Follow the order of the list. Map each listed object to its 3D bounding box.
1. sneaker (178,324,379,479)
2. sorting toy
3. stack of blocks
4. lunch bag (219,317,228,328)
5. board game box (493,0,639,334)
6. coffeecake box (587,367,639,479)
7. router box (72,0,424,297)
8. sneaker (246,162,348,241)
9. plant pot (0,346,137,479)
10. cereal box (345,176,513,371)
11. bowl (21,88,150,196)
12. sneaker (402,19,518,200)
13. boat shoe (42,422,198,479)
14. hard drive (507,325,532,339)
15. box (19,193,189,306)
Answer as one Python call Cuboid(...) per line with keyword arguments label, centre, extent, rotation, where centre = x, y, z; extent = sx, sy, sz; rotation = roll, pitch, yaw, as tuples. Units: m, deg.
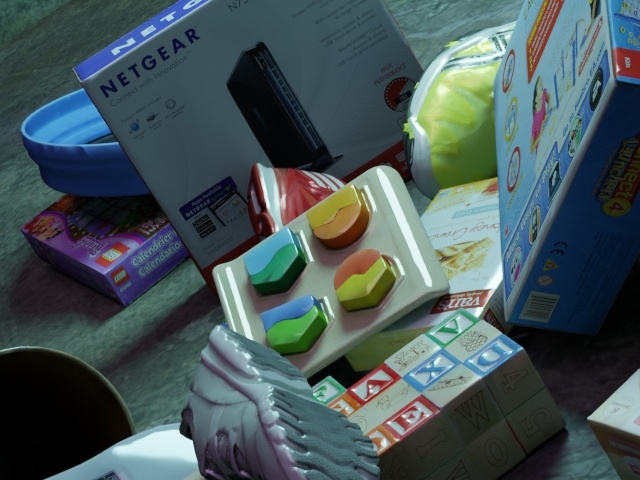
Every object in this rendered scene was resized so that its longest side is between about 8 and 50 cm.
Cuboid(label="sneaker", centre=(-0.039, 0.173, 1.503), extent=(0.115, 0.105, 0.281), rotation=(-61, 24, 8))
Cuboid(label="sorting toy", centre=(0.002, 0.032, 1.757), extent=(0.208, 0.038, 0.193), rotation=(-30, 41, 8))
Cuboid(label="stack of blocks", centre=(0.037, 0.184, 1.583), extent=(0.297, 0.087, 0.171), rotation=(-35, 23, -8))
Cuboid(label="lunch bag", centre=(-0.020, 0.070, 1.839), extent=(0.129, 0.096, 0.151), rotation=(-46, 14, -9))
Cuboid(label="board game box", centre=(0.235, -0.130, 1.623), extent=(0.086, 0.308, 0.302), rotation=(9, 49, -8))
Cuboid(label="coffeecake box", centre=(0.317, 0.112, 1.404), extent=(0.185, 0.068, 0.142), rotation=(-41, 25, -20))
Cuboid(label="router box", centre=(-0.058, -0.150, 2.104), extent=(0.335, 0.301, 0.082), rotation=(-33, 21, -3))
Cuboid(label="sneaker", centre=(0.000, 0.000, 2.007), extent=(0.128, 0.087, 0.221), rotation=(-2, 52, -14))
Cuboid(label="plant pot", centre=(-0.317, 0.225, 1.837), extent=(0.215, 0.215, 0.230), rotation=(-44, 11, -27))
Cuboid(label="cereal box", centre=(0.137, 0.024, 1.772), extent=(0.173, 0.047, 0.240), rotation=(-12, 30, 40))
Cuboid(label="bowl", centre=(-0.185, -0.148, 2.401), extent=(0.391, 0.077, 0.391), rotation=(-9, 18, 3))
Cuboid(label="sneaker", centre=(0.242, -0.181, 1.998), extent=(0.384, 0.145, 0.147), rotation=(-43, 25, -21))
Cuboid(label="boat shoe", centre=(-0.179, 0.243, 1.727), extent=(0.258, 0.084, 0.095), rotation=(-15, 46, -20))
Cuboid(label="hard drive", centre=(0.143, 0.070, 1.764), extent=(0.135, 0.022, 0.094), rotation=(-17, 27, 30))
Cuboid(label="box", centre=(-0.241, -0.027, 2.382), extent=(0.201, 0.057, 0.293), rotation=(-40, 27, -17))
